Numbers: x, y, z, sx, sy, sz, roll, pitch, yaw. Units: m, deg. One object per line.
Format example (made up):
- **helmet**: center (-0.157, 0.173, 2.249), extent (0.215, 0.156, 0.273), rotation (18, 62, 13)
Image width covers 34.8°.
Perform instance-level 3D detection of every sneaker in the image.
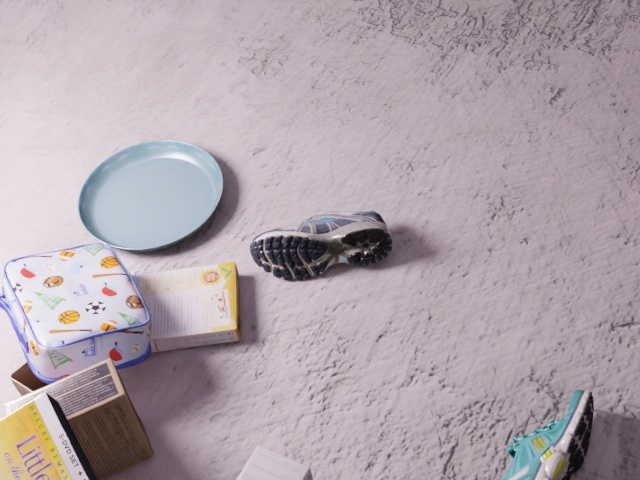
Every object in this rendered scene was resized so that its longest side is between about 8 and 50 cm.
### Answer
- **sneaker**: center (0.369, 0.346, 1.694), extent (0.110, 0.107, 0.275), rotation (22, 56, 35)
- **sneaker**: center (0.000, 0.000, 2.052), extent (0.283, 0.110, 0.122), rotation (-5, 32, 1)

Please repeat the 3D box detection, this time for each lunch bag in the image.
- **lunch bag**: center (-0.461, 0.128, 1.891), extent (0.243, 0.115, 0.303), rotation (-15, 39, -25)

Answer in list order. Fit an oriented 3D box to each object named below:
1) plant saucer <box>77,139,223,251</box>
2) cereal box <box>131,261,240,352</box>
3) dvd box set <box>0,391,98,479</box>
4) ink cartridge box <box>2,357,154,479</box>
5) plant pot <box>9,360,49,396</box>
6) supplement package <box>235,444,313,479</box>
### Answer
- **plant saucer**: center (-0.363, -0.092, 2.202), extent (0.317, 0.043, 0.317), rotation (-4, 50, 4)
- **cereal box**: center (-0.278, 0.133, 1.997), extent (0.240, 0.047, 0.173), rotation (-7, 49, 3)
- **dvd box set**: center (-0.516, 0.461, 1.501), extent (0.420, 0.062, 0.307), rotation (-31, 65, -7)
- **ink cartridge box**: center (-0.405, 0.324, 1.731), extent (0.193, 0.234, 0.088), rotation (-22, 55, -12)
- **plant pot**: center (-0.486, 0.270, 1.873), extent (0.109, 0.096, 0.109), rotation (25, 48, 26)
- **supplement package**: center (-0.096, 0.448, 1.668), extent (0.105, 0.105, 0.179), rotation (20, 55, 22)
